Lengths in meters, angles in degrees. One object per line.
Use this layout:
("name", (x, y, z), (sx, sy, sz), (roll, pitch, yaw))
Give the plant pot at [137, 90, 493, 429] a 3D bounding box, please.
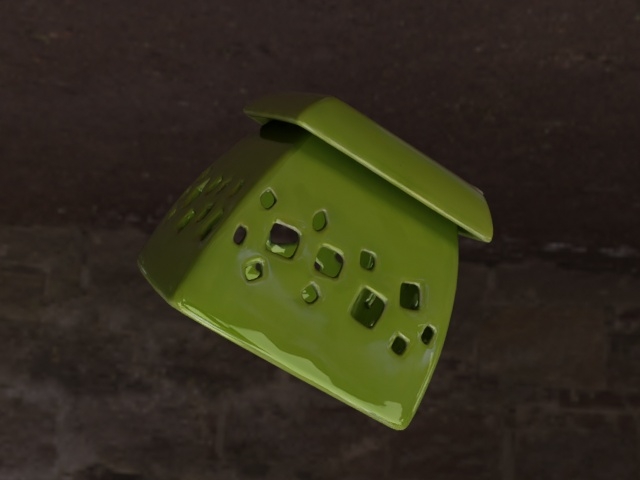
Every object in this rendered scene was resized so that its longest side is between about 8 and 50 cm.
("plant pot", (0.000, 0.000, 1.030), (0.228, 0.207, 0.227), (32, 178, -18))
